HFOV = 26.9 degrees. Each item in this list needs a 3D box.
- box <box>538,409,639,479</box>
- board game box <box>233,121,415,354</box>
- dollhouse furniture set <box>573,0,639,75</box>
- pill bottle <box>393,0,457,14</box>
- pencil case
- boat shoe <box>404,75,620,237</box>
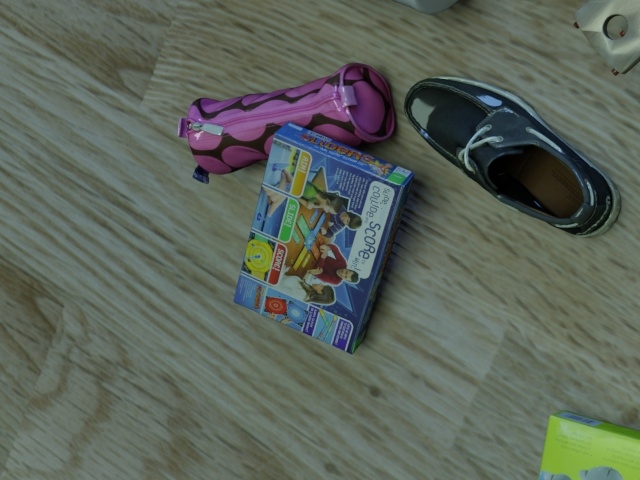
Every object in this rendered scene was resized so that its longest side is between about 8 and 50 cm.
[{"bbox_3d":[0.247,0.254,1.208,0.109,0.042,0.178,13,98,31],"label":"box"},{"bbox_3d":[0.000,0.000,1.300,0.136,0.035,0.201,24,122,12],"label":"board game box"},{"bbox_3d":[0.261,-0.244,1.122,0.129,0.129,0.183,-44,71,26],"label":"dollhouse furniture set"},{"bbox_3d":[0.014,-0.330,1.252,0.283,0.161,0.161,31,108,27],"label":"pill bottle"},{"bbox_3d":[-0.036,-0.120,1.331,0.209,0.098,0.095,-11,69,30],"label":"pencil case"},{"bbox_3d":[0.165,-0.084,1.222,0.233,0.079,0.084,38,113,26],"label":"boat shoe"}]
